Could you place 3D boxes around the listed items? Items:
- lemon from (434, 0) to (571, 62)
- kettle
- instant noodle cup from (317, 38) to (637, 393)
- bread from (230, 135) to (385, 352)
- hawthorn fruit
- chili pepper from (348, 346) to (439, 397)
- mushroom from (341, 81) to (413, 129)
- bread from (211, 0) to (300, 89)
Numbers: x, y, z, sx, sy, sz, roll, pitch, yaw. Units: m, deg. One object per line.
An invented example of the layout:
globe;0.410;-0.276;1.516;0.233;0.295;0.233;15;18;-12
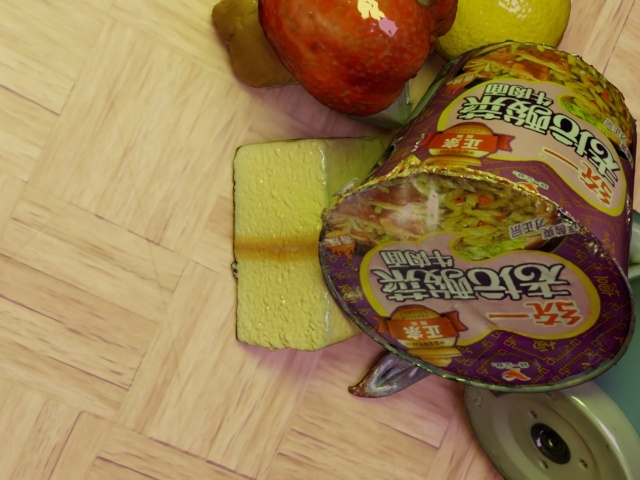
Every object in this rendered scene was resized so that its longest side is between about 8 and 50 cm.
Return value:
lemon;0.199;-0.274;1.440;0.203;0.178;0.178;40;79;-20
kettle;0.357;0.123;1.526;0.342;0.247;0.319;-37;100;-28
instant noodle cup;0.195;-0.042;1.352;0.340;0.340;0.266;42;50;-21
bread;0.000;0.000;1.462;0.178;0.135;0.240;-10;100;-56
hawthorn fruit;0.014;-0.256;1.259;0.243;0.207;0.207;37;79;3
chili pepper;0.104;0.149;1.514;0.153;0.041;0.050;-26;62;-19
mushroom;0.012;-0.281;1.407;0.109;0.097;0.351;-29;102;-29
bread;-0.059;-0.222;1.372;0.082;0.106;0.125;-27;103;-20
